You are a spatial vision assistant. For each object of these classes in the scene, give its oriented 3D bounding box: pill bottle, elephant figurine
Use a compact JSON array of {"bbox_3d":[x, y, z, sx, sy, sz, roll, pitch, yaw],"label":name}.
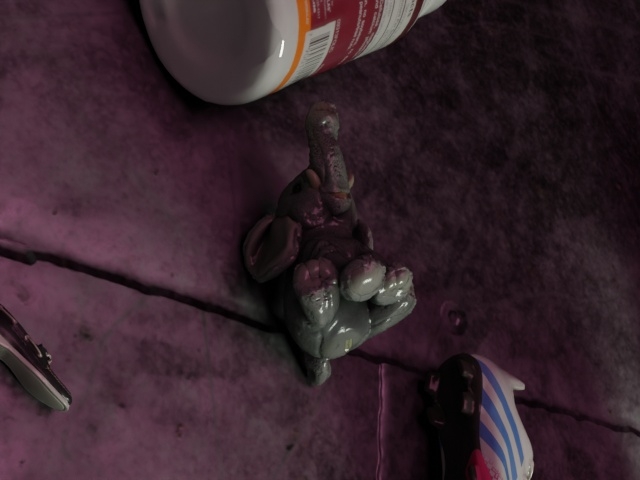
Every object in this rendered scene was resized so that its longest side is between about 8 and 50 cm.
[{"bbox_3d":[-0.007,-0.320,1.420,0.392,0.224,0.224,-31,92,-45],"label":"pill bottle"},{"bbox_3d":[0.000,0.000,1.339,0.239,0.186,0.169,61,2,35],"label":"elephant figurine"}]

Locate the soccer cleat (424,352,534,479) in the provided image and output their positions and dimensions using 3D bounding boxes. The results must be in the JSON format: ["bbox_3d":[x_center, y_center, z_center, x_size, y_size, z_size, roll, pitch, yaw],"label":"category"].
[{"bbox_3d":[0.202,0.293,1.393,0.143,0.116,0.331,23,57,-32],"label":"soccer cleat"}]

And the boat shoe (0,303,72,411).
[{"bbox_3d":[-0.277,0.110,1.112,0.125,0.046,0.038,44,52,-6],"label":"boat shoe"}]
